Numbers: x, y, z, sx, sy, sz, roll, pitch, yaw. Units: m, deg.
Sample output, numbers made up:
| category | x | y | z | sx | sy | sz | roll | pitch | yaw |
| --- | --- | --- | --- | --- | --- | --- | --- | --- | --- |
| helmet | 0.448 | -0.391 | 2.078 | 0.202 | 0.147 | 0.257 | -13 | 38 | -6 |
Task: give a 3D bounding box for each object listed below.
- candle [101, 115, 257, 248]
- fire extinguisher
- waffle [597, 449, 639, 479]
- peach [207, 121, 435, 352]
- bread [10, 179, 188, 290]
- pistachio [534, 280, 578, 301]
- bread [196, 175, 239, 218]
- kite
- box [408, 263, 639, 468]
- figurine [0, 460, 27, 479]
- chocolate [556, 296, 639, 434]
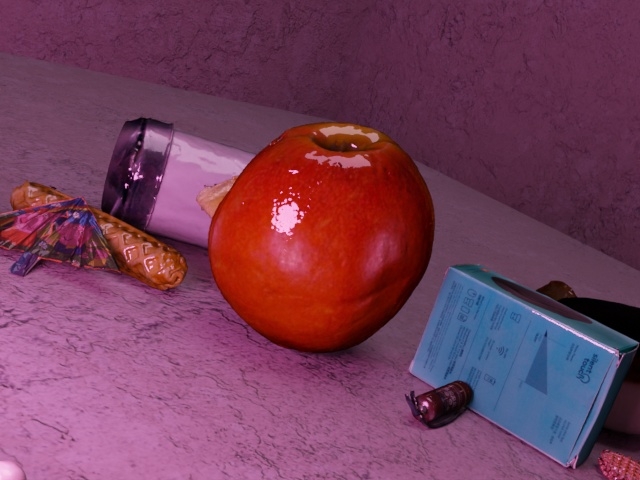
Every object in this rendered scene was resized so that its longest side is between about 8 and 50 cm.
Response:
| category | x | y | z | sx | sy | sz | roll | pitch | yaw |
| --- | --- | --- | --- | --- | --- | --- | --- | --- | --- |
| candle | -0.237 | -0.097 | 1.683 | 0.342 | 0.221 | 0.221 | 17 | 15 | -13 |
| fire extinguisher | 0.178 | 0.247 | 1.314 | 0.158 | 0.043 | 0.064 | -5 | 70 | -55 |
| waffle | 0.459 | 0.350 | 1.315 | 0.075 | 0.029 | 0.083 | 12 | 20 | -16 |
| peach | 0.002 | 0.001 | 1.356 | 0.372 | 0.373 | 0.290 | 4 | 24 | -44 |
| bread | -0.380 | -0.010 | 1.482 | 0.367 | 0.084 | 0.077 | 23 | 60 | 20 |
| pistachio | 0.500 | 0.164 | 1.840 | 0.165 | 0.131 | 0.210 | 21 | 23 | -4 |
| bread | -0.134 | -0.016 | 1.575 | 0.140 | 0.160 | 0.169 | -27 | 45 | -20 |
| kite | -0.441 | -0.018 | 1.396 | 0.321 | 0.016 | 0.234 | 14 | 37 | 8 |
| box | 0.318 | 0.188 | 1.385 | 0.311 | 0.205 | 0.118 | 28 | 20 | 33 |
| figurine | -0.340 | 0.208 | 0.671 | 0.182 | 0.145 | 0.256 | 34 | 3 | -32 |
| chocolate | 0.514 | 0.229 | 1.512 | 0.283 | 0.186 | 0.283 | 8 | 17 | -3 |
